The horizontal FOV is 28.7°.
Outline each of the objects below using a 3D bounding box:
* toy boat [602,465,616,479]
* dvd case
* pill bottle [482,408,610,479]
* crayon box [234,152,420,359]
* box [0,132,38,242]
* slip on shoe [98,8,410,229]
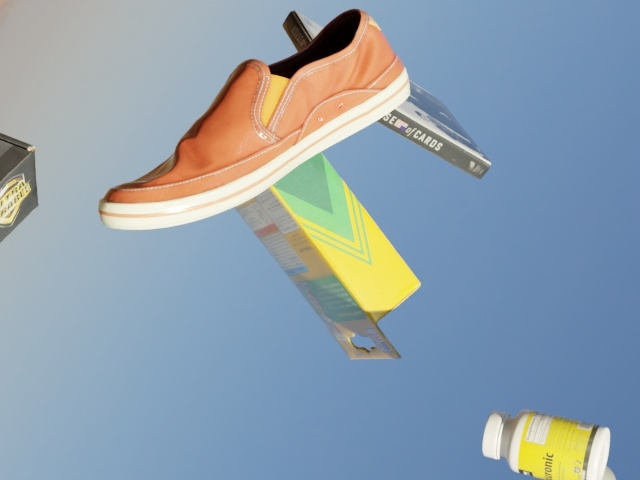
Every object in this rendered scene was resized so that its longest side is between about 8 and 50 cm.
[{"bbox_3d":[0.249,0.400,1.527,0.318,0.267,0.148,-34,-139,-2],"label":"toy boat"},{"bbox_3d":[0.075,-0.169,1.442,0.030,0.238,0.179,-54,-150,18],"label":"dvd case"},{"bbox_3d":[0.223,0.204,1.237,0.065,0.116,0.065,11,90,-67],"label":"pill bottle"},{"bbox_3d":[0.000,0.000,1.576,0.083,0.323,0.203,-38,-174,-17],"label":"crayon box"},{"bbox_3d":[-0.431,-0.020,1.003,0.073,0.293,0.295,99,19,-44],"label":"box"},{"bbox_3d":[-0.062,-0.106,1.107,0.331,0.101,0.123,-34,-158,-26],"label":"slip on shoe"}]
